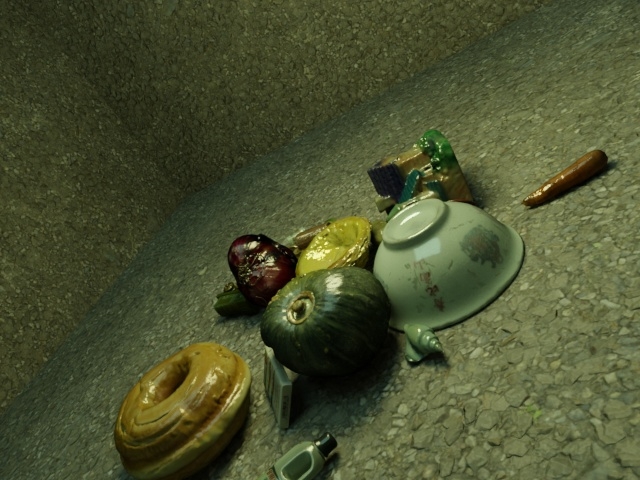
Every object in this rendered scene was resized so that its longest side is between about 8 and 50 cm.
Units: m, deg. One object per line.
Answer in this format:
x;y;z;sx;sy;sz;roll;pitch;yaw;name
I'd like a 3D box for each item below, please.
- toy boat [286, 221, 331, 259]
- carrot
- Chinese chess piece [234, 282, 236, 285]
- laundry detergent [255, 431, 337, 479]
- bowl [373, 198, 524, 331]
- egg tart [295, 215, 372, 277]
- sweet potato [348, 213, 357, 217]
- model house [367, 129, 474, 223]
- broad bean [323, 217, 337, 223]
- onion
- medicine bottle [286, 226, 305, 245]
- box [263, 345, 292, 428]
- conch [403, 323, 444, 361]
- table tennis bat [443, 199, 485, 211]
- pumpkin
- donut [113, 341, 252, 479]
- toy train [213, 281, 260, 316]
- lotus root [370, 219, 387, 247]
0.000;0.000;2.032;0.310;0.115;0.089;-22;26;29;toy boat
0.650;-0.159;1.502;0.248;0.059;0.059;-34;22;13;carrot
-0.333;0.201;2.216;0.084;0.034;0.084;-31;25;16;Chinese chess piece
-0.058;0.493;1.193;0.226;0.070;0.099;-38;14;-8;laundry detergent
0.287;0.018;1.480;0.435;0.196;0.434;-30;22;14;bowl
0.057;0.056;1.824;0.315;0.120;0.315;-34;26;19;egg tart
0.027;-0.027;2.113;0.274;0.067;0.067;-27;24;29;sweet potato
0.298;-0.174;1.779;0.280;0.245;0.312;-24;17;10;model house
0.037;-0.062;2.201;0.063;0.045;0.083;-29;15;12;broad bean
-0.199;0.098;1.925;0.221;0.281;0.281;-51;14;26;onion
-0.095;-0.016;2.290;0.083;0.047;0.047;-36;22;-2;medicine bottle
-0.114;0.372;1.461;0.032;0.122;0.220;0;16;-16;box
0.235;0.238;1.306;0.065;0.088;0.180;4;4;-20;conch
0.409;-0.091;1.608;0.098;0.155;0.019;-24;61;54;table tennis bat
0.012;0.202;1.420;0.328;0.257;0.291;1;57;43;pumpkin
-0.374;0.458;1.552;0.449;0.198;0.449;-28;22;13;donut
-0.298;0.213;2.072;0.226;0.090;0.137;-17;32;39;toy train
0.203;-0.019;1.828;0.090;0.077;0.183;-35;21;2;lotus root
